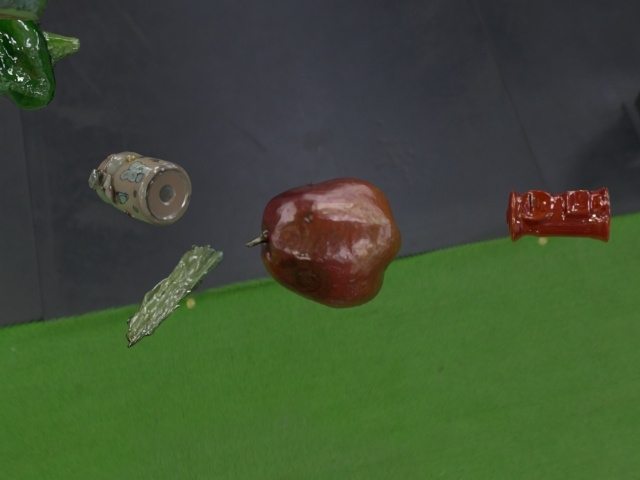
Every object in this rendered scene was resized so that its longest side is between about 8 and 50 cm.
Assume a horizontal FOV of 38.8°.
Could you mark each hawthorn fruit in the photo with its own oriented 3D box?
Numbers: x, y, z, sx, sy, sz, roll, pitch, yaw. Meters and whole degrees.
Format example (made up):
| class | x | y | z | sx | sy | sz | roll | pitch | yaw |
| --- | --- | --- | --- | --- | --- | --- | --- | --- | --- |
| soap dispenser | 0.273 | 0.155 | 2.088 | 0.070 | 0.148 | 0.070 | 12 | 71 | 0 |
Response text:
| class | x | y | z | sx | sy | sz | roll | pitch | yaw |
| --- | --- | --- | --- | --- | --- | --- | --- | --- | --- |
| hawthorn fruit | 0.000 | 0.000 | 1.518 | 0.261 | 0.224 | 0.224 | 10 | 60 | -31 |

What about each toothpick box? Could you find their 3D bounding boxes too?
| class | x | y | z | sx | sy | sz | roll | pitch | yaw |
| --- | --- | --- | --- | --- | --- | --- | --- | --- | --- |
| toothpick box | 0.198 | -0.021 | 0.762 | 0.083 | 0.047 | 0.047 | -1 | 63 | 12 |

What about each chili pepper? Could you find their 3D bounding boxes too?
| class | x | y | z | sx | sy | sz | roll | pitch | yaw |
| --- | --- | --- | --- | --- | --- | --- | --- | --- | --- |
| chili pepper | -0.344 | -0.145 | 0.796 | 0.271 | 0.099 | 0.136 | -20 | 80 | -17 |

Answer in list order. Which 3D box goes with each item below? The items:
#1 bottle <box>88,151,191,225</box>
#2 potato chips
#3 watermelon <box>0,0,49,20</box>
| class | x | y | z | sx | sy | sz | roll | pitch | yaw |
| --- | --- | --- | --- | --- | --- | --- | --- | --- | --- |
| bottle | -0.265 | -0.078 | 1.288 | 0.152 | 0.099 | 0.099 | 18 | 59 | 38 |
| potato chips | -0.215 | 0.068 | 1.305 | 0.207 | 0.028 | 0.092 | -47 | 35 | 16 |
| watermelon | -0.212 | -0.180 | 0.570 | 0.072 | 0.092 | 0.084 | -10 | 78 | 21 |
